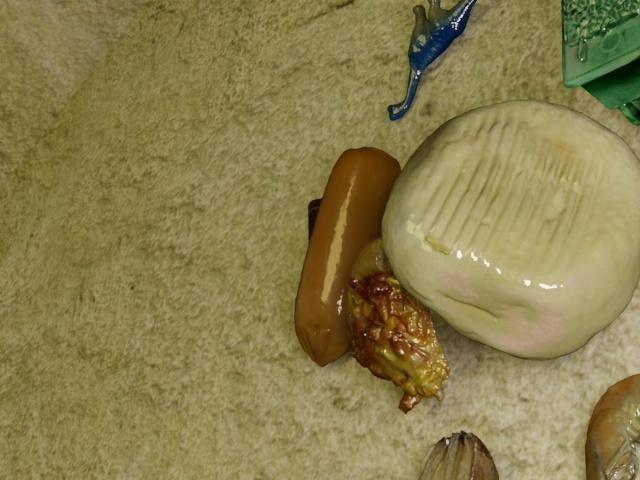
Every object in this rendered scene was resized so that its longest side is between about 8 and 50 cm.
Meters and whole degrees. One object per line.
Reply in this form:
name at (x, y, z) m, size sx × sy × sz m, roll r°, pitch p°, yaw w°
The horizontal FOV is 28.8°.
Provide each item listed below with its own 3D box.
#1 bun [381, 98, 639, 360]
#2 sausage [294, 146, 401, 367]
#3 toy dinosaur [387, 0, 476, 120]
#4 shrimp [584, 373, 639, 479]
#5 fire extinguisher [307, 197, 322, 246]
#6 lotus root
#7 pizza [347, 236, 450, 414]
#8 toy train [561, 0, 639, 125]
bun at (0.248, -0.009, 1.607) m, size 0.213 × 0.361 × 0.361 m, roll 95°, pitch 180°, yaw -54°
sausage at (0.039, 0.025, 1.968) m, size 0.134 × 0.116 × 0.354 m, roll 3°, pitch 68°, yaw 30°
toy dinosaur at (0.207, -0.325, 2.105) m, size 0.248 × 0.075 × 0.188 m, roll -22°, pitch 56°, yaw 34°
shrimp at (0.363, 0.257, 1.419) m, size 0.133 × 0.053 × 0.236 m, roll -3°, pitch 55°, yaw 28°
fire extinguisher at (0.000, 0.000, 2.098) m, size 0.064 × 0.043 × 0.158 m, roll 113°, pitch 163°, yaw -46°
lotus root at (0.148, 0.403, 1.546) m, size 0.329 × 0.078 × 0.167 m, roll -69°, pitch 12°, yaw -15°
pizza at (0.099, 0.132, 1.712) m, size 0.229 × 0.081 × 0.289 m, roll 55°, pitch 154°, yaw 28°
toy train at (0.420, -0.275, 1.636) m, size 0.145 × 0.202 × 0.266 m, roll -24°, pitch 48°, yaw 38°
